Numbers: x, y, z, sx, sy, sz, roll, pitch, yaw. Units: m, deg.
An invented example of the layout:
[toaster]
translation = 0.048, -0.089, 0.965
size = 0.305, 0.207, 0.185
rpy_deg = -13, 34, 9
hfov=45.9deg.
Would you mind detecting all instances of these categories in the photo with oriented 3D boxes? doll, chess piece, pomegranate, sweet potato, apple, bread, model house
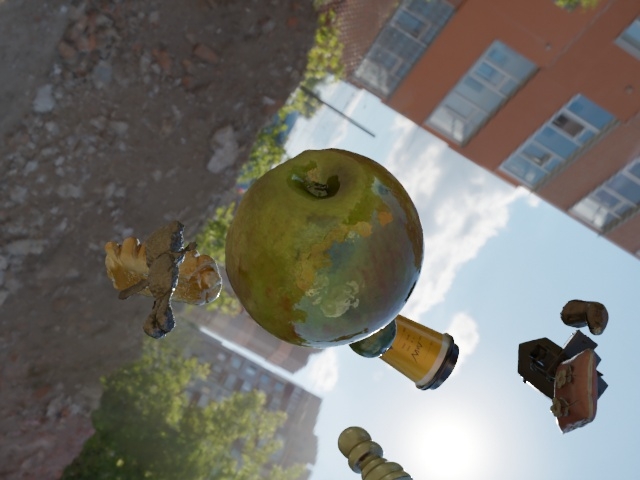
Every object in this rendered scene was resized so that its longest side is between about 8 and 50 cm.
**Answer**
[doll]
translation = -0.313, 0.071, 1.538
size = 0.202, 0.091, 0.286
rpy_deg = -61, -153, 2
[chess piece]
translation = 0.134, 0.609, 2.065
size = 0.133, 0.133, 0.243
rpy_deg = -58, -138, 12
[pomegranate]
translation = 0.096, 0.196, 1.682
size = 0.122, 0.162, 0.122
rpy_deg = -63, -172, 17
[sweet potato]
translation = 0.637, 0.180, 1.800
size = 0.081, 0.062, 0.233
rpy_deg = -59, -178, 0
[apple]
translation = 0.000, 0.000, 0.914
size = 0.226, 0.246, 0.246
rpy_deg = 71, 37, -50
[bread]
translation = -0.409, 0.079, 1.998
size = 0.172, 0.312, 0.121
rpy_deg = 99, 3, -46
[model house]
translation = 0.658, 0.333, 2.078
size = 0.204, 0.243, 0.211
rpy_deg = -53, -137, -2

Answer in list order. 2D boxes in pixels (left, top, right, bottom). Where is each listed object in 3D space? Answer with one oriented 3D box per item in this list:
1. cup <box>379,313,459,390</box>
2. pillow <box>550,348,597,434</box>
[cup]
translation = 0.265, 0.323, 2.283
size = 0.196, 0.280, 0.196
rpy_deg = -59, -172, 13
[pillow]
translation = 0.601, 0.359, 1.799
size = 0.171, 0.075, 0.179
rpy_deg = 111, -11, -64
